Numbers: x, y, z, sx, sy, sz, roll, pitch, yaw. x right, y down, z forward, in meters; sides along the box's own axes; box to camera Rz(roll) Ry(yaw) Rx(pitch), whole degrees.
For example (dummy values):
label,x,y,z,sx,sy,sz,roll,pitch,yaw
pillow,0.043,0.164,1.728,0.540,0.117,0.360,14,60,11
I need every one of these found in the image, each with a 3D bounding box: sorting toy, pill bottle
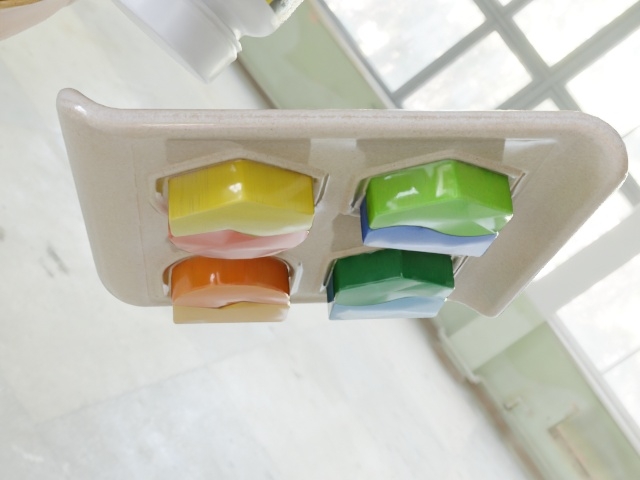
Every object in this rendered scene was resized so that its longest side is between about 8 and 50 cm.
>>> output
label,x,y,z,sx,sy,sz,roll,pitch,yaw
sorting toy,0.000,0.000,0.432,0.193,0.208,0.038,108,-16,-67
pill bottle,-0.044,-0.215,0.675,0.119,0.208,0.119,41,-1,1

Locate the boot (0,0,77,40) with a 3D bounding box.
label,x,y,z,sx,sy,sz,roll,pitch,yaw
boot,-0.077,-0.183,0.474,0.211,0.295,0.104,10,-41,52
